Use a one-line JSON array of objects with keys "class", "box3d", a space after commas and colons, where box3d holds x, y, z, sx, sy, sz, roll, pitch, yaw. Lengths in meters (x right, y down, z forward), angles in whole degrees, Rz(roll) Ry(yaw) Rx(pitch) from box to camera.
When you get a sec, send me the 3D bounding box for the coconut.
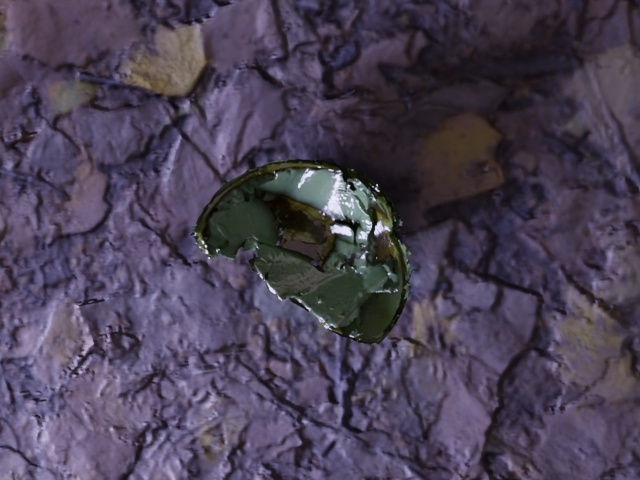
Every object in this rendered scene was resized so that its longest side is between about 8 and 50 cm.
[{"class": "coconut", "box3d": [0.001, 0.001, 0.945, 0.158, 0.055, 0.133, 44, 109, -1]}]
